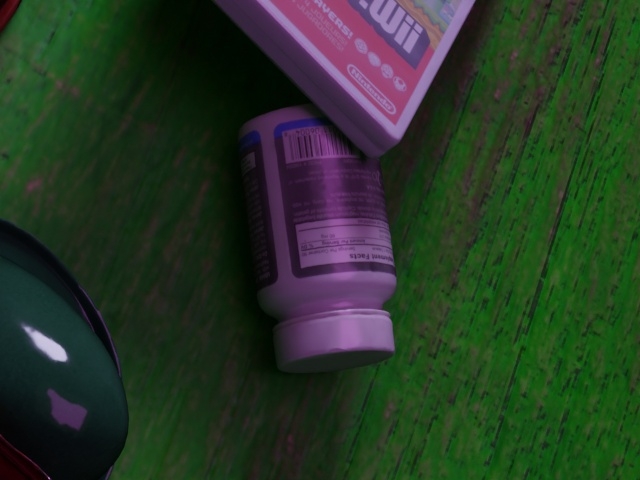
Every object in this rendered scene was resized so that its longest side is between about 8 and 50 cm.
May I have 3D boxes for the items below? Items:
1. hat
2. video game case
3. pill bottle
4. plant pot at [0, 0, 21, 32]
[{"bbox_3d":[-0.115,0.070,0.813,0.173,0.183,0.208,-37,103,-37],"label":"hat"},{"bbox_3d":[0.011,-0.197,1.027,0.204,0.025,0.285,44,40,-13],"label":"video game case"},{"bbox_3d":[0.000,0.000,0.980,0.078,0.078,0.137,1,76,-32],"label":"pill bottle"},{"bbox_3d":[-0.203,-0.226,0.807,0.272,0.265,0.272,9,72,-30],"label":"plant pot"}]
